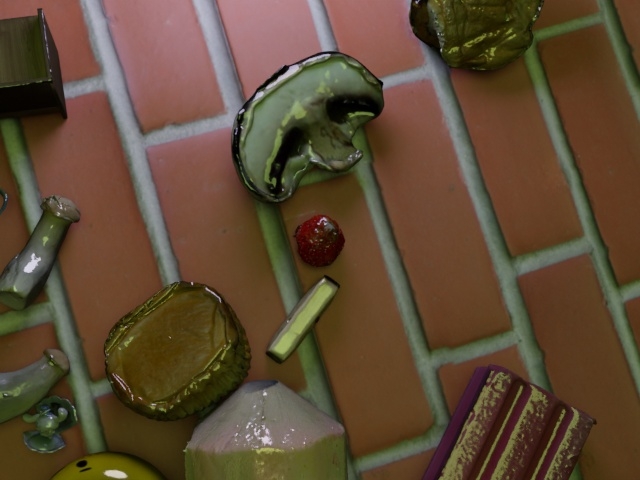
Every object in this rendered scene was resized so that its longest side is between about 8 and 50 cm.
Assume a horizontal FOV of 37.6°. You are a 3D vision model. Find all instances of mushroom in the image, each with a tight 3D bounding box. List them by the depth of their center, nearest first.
[{"bbox_3d":[-0.578,0.272,1.670,0.270,0.103,0.118,-10,69,-16],"label":"mushroom"},{"bbox_3d":[-0.516,0.019,1.723,0.081,0.092,0.223,23,70,12],"label":"mushroom"},{"bbox_3d":[-0.035,-0.216,1.820,0.247,0.130,0.344,40,78,-17],"label":"mushroom"}]

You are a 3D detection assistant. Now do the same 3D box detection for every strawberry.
[{"bbox_3d":[0.001,0.000,1.800,0.106,0.106,0.106,1,81,-8],"label":"strawberry"}]

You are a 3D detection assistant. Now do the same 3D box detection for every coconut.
[{"bbox_3d":[-0.095,0.398,1.627,0.298,0.297,0.309,-3,85,-9],"label":"coconut"}]

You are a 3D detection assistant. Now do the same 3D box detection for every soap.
[{"bbox_3d":[0.332,0.440,1.763,0.233,0.128,0.359,29,78,-2],"label":"soap"}]

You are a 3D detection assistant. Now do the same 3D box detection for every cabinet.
[{"bbox_3d":[-0.568,-0.310,1.703,0.175,0.215,0.148,-9,81,-9],"label":"cabinet"}]

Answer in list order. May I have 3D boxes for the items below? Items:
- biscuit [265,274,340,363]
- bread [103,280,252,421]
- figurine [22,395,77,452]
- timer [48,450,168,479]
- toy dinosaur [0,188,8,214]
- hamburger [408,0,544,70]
[{"bbox_3d":[-0.033,0.150,1.790,0.052,0.056,0.188,37,79,-2],"label":"biscuit"},{"bbox_3d":[-0.255,0.204,1.684,0.253,0.142,0.227,-33,71,-2],"label":"bread"},{"bbox_3d":[-0.487,0.325,1.680,0.094,0.082,0.086,17,103,8],"label":"figurine"},{"bbox_3d":[-0.362,0.490,1.577,0.285,0.285,0.285,1,81,-8],"label":"timer"},{"bbox_3d":[-0.744,0.000,1.700,0.363,0.076,0.147,-45,109,-11],"label":"toy dinosaur"},{"bbox_3d":[0.309,-0.490,1.873,0.266,0.134,0.284,0,121,-19],"label":"hamburger"}]
